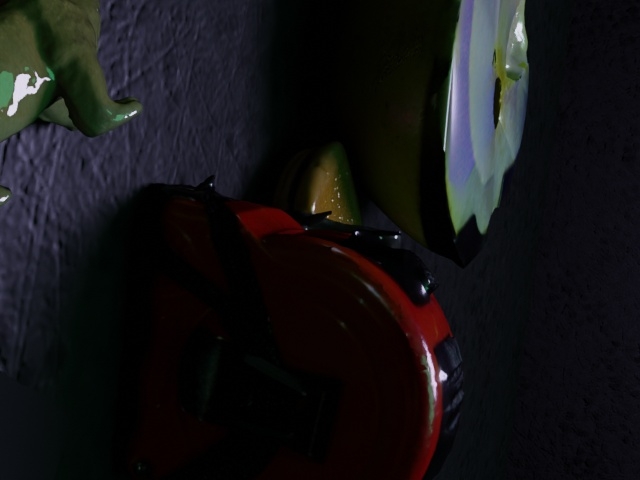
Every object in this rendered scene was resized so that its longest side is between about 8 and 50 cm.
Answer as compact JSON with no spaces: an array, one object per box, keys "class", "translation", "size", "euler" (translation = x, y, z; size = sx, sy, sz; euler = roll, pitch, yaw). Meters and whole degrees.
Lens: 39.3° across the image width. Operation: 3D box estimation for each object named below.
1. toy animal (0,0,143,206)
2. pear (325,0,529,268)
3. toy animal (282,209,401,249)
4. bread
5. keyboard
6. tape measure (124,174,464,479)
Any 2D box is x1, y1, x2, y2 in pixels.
[{"class":"toy animal","translation":[-0.166,-0.089,0.481],"size":[0.219,0.103,0.101],"euler":[-48,117,-47]},{"class":"pear","translation":[0.117,-0.179,1.008],"size":[0.399,0.165,0.399],"euler":[8,90,-68]},{"class":"toy animal","translation":[-0.004,0.070,0.818],"size":[0.114,0.146,0.245],"euler":[-64,157,-63]},{"class":"bread","translation":[0.000,0.000,0.907],"size":[0.200,0.077,0.116],"euler":[75,33,-40]},{"class":"keyboard","translation":[-0.208,0.107,0.525],"size":[0.196,0.015,0.074],"euler":[59,40,-58]},{"class":"tape measure","translation":[-0.022,0.096,0.675],"size":[0.114,0.260,0.253],"euler":[-11,114,-69]}]
